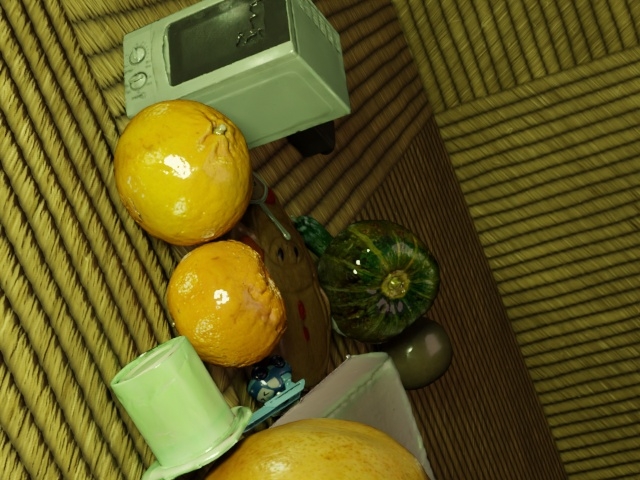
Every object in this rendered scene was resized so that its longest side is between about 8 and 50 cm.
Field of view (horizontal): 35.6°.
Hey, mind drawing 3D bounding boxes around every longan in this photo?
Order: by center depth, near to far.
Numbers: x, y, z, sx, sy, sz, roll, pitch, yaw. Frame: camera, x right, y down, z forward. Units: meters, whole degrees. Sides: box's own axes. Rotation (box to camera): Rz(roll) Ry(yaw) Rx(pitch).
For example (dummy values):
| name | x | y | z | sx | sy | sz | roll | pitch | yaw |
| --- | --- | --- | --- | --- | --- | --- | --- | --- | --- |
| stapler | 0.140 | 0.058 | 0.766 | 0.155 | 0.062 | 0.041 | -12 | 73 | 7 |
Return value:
| name | x | y | z | sx | sy | sz | roll | pitch | yaw |
| --- | --- | --- | --- | --- | --- | --- | --- | --- | --- |
| longan | 0.215 | 0.251 | 2.253 | 0.189 | 0.189 | 0.189 | 50 | 31 | -45 |

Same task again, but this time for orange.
| name | x | y | z | sx | sy | sz | roll | pitch | yaw |
| --- | --- | --- | --- | --- | --- | --- | --- | --- | --- |
| orange | -0.197 | -0.101 | 1.469 | 0.219 | 0.193 | 0.219 | 18 | 65 | -47 |
| orange | -0.142 | 0.097 | 1.485 | 0.193 | 0.161 | 0.193 | 57 | 14 | -23 |

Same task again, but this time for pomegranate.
| name | x | y | z | sx | sy | sz | roll | pitch | yaw |
| --- | --- | --- | --- | --- | --- | --- | --- | --- | --- |
| pomegranate | 0.016 | 0.436 | 1.309 | 0.416 | 0.417 | 0.416 | 50 | 31 | -45 |

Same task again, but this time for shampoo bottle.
| name | x | y | z | sx | sy | sz | roll | pitch | yaw |
| --- | --- | --- | --- | --- | --- | --- | --- | --- | --- |
| shampoo bottle | -0.040 | -0.257 | 2.116 | 0.246 | 0.080 | 0.079 | 43 | 38 | -52 |

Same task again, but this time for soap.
| name | x | y | z | sx | sy | sz | roll | pitch | yaw |
| --- | --- | --- | --- | --- | --- | --- | --- | --- | --- |
| soap | 0.051 | 0.374 | 1.654 | 0.296 | 0.107 | 0.285 | -33 | 113 | -45 |

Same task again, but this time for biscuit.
| name | x | y | z | sx | sy | sz | roll | pitch | yaw |
| --- | --- | --- | --- | --- | --- | --- | --- | --- | --- |
| biscuit | -0.079 | 0.081 | 1.791 | 0.359 | 0.074 | 0.381 | 4 | 73 | -70 |

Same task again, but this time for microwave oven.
| name | x | y | z | sx | sy | sz | roll | pitch | yaw |
| --- | --- | --- | --- | --- | --- | --- | --- | --- | --- |
| microwave oven | -0.134 | -0.274 | 1.595 | 0.237 | 0.295 | 0.181 | 36 | 41 | -57 |

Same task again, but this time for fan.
| name | x | y | z | sx | sy | sz | roll | pitch | yaw |
| --- | --- | --- | --- | --- | --- | --- | --- | --- | --- |
| fan | -0.122 | -0.085 | 1.753 | 0.220 | 0.009 | 0.132 | 50 | 28 | 8 |

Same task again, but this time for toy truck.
| name | x | y | z | sx | sy | sz | roll | pitch | yaw |
| --- | --- | --- | --- | --- | --- | --- | --- | --- | --- |
| toy truck | -0.095 | 0.246 | 1.605 | 0.136 | 0.063 | 0.074 | -29 | 65 | -32 |

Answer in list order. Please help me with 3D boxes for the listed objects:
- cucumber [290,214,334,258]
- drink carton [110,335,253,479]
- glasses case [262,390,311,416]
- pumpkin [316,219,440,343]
| name | x | y | z | sx | sy | sz | roll | pitch | yaw |
| --- | --- | --- | --- | --- | --- | --- | --- | --- | --- |
| cucumber | 0.000 | 0.000 | 2.050 | 0.250 | 0.056 | 0.056 | 47 | 33 | -53 |
| drink carton | -0.190 | 0.213 | 1.311 | 0.142 | 0.144 | 0.146 | 62 | 22 | -10 |
| glasses case | -0.028 | 0.281 | 1.738 | 0.191 | 0.072 | 0.042 | 17 | 65 | -65 |
| pumpkin | 0.108 | 0.075 | 2.029 | 0.189 | 0.260 | 0.260 | 26 | -31 | 58 |
